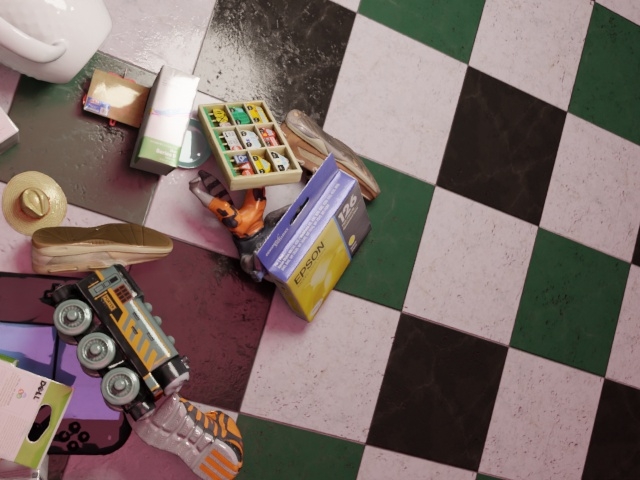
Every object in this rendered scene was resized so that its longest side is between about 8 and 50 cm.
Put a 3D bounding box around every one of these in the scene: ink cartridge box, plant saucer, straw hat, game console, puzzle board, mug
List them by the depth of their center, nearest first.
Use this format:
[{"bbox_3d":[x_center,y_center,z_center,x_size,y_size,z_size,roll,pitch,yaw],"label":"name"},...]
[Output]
[{"bbox_3d":[-0.602,-0.466,1.548,0.276,0.374,0.328,-43,117,16],"label":"mug"},{"bbox_3d":[-0.664,0.338,1.597,0.255,0.097,0.189,25,81,-15],"label":"ink cartridge box"},{"bbox_3d":[-0.630,0.515,1.611,0.109,0.063,0.151,-7,54,-2],"label":"ink cartridge box"},{"bbox_3d":[-0.621,-0.081,1.685,0.144,0.061,0.145,1,88,-22],"label":"straw hat"},{"bbox_3d":[-0.574,0.271,1.696,0.341,0.060,0.387,6,86,-22],"label":"game console"},{"bbox_3d":[-0.347,-0.262,1.727,0.093,0.154,0.213,14,82,-19],"label":"ink cartridge box"},{"bbox_3d":[-0.460,-0.320,1.752,0.128,0.011,0.096,17,83,-24],"label":"puzzle board"},{"bbox_3d":[0.000,0.000,1.819,0.072,0.307,0.304,27,71,24],"label":"ink cartridge box"},{"bbox_3d":[-0.315,-0.229,1.833,0.119,0.021,0.119,1,88,-21],"label":"plant saucer"}]

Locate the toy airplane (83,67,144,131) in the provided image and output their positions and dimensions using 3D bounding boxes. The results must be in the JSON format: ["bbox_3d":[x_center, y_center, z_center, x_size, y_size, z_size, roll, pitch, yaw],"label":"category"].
[{"bbox_3d":[-0.466,-0.321,1.771,0.151,0.028,0.151,0,89,-28],"label":"toy airplane"}]

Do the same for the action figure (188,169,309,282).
[{"bbox_3d":[-0.142,-0.052,1.859,0.341,0.178,0.330,-41,112,-48],"label":"action figure"}]

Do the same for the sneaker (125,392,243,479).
[{"bbox_3d":[-0.306,0.412,1.752,0.321,0.180,0.124,44,94,0],"label":"sneaker"}]

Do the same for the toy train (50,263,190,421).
[{"bbox_3d":[-0.420,0.209,1.629,0.190,0.142,0.334,-34,80,-21],"label":"toy train"}]

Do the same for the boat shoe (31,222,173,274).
[{"bbox_3d":[-0.482,0.028,1.724,0.302,0.109,0.098,-1,120,-24],"label":"boat shoe"}]

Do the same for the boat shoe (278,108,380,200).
[{"bbox_3d":[0.012,-0.193,1.927,0.324,0.123,0.116,36,110,-26],"label":"boat shoe"}]

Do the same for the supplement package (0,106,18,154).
[{"bbox_3d":[-0.774,-0.281,1.567,0.177,0.175,0.293,-39,102,-17],"label":"supplement package"}]

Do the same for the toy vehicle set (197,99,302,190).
[{"bbox_3d":[-0.167,-0.224,1.781,0.165,0.035,0.267,-10,50,-22],"label":"toy vehicle set"}]
